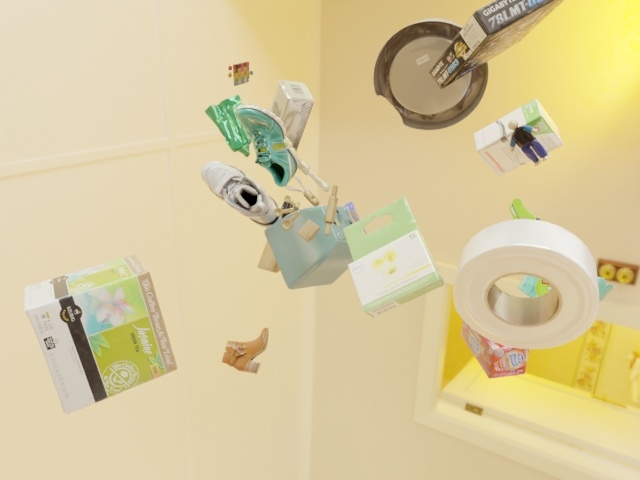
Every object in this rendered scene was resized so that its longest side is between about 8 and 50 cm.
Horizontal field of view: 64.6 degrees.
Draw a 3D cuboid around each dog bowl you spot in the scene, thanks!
[{"bbox_3d":[0.344,-0.525,1.589,0.102,0.349,0.348,-72,-23,-48],"label":"dog bowl"}]

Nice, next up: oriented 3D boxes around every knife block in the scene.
[{"bbox_3d":[-0.151,-0.032,2.048,0.276,0.088,0.242,-35,-54,-44],"label":"knife block"}]

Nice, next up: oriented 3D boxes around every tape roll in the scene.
[{"bbox_3d":[0.431,0.098,1.080,0.100,0.286,0.286,-59,-31,-48],"label":"tape roll"}]

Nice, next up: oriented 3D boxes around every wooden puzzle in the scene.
[{"bbox_3d":[-0.187,-0.394,1.197,0.083,0.006,0.049,-35,-41,-43],"label":"wooden puzzle"}]

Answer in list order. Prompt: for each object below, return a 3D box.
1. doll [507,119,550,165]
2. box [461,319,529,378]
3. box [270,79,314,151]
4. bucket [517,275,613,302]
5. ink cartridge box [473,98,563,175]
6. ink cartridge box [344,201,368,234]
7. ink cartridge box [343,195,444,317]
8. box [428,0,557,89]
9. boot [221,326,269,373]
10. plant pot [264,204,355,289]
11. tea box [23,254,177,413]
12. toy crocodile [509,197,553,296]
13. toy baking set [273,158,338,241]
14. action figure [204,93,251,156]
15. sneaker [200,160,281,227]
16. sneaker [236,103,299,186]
[{"bbox_3d":[0.749,-0.361,1.853,0.046,0.129,0.189,-38,-89,-36],"label":"doll"},{"bbox_3d":[0.593,0.345,1.744,0.257,0.128,0.122,-107,14,-66],"label":"box"},{"bbox_3d":[-0.117,-0.379,1.676,0.094,0.113,0.275,-2,-40,-26],"label":"box"},{"bbox_3d":[0.851,0.159,1.778,0.183,0.281,0.281,-59,-26,11],"label":"bucket"},{"bbox_3d":[0.786,-0.404,2.026,0.198,0.273,0.114,34,-136,-35],"label":"ink cartridge box"},{"bbox_3d":[0.180,-0.078,2.448,0.207,0.046,0.097,61,-171,-26],"label":"ink cartridge box"},{"bbox_3d":[0.141,0.025,1.087,0.056,0.171,0.235,35,-148,-55],"label":"ink cartridge box"},{"bbox_3d":[0.449,-0.527,1.263,0.296,0.073,0.293,-32,0,-10],"label":"box"},{"bbox_3d":[-0.294,0.418,2.005,0.073,0.153,0.197,92,-164,-63],"label":"boot"},{"bbox_3d":[0.000,0.000,1.811,0.248,0.252,0.247,-2,-120,-50],"label":"plant pot"},{"bbox_3d":[-0.634,0.258,1.478,0.324,0.220,0.328,-20,-69,-26],"label":"tea box"},{"bbox_3d":[0.557,0.048,1.244,0.115,0.105,0.340,16,-128,-62],"label":"toy crocodile"},{"bbox_3d":[-0.041,-0.128,1.595,0.030,0.197,0.256,58,-134,-79],"label":"toy baking set"},{"bbox_3d":[-0.298,-0.384,1.758,0.232,0.137,0.063,64,-175,19],"label":"action figure"},{"bbox_3d":[-0.307,-0.192,1.839,0.137,0.366,0.210,-52,-12,-4],"label":"sneaker"},{"bbox_3d":[-0.144,-0.263,1.411,0.275,0.107,0.110,54,-134,-42],"label":"sneaker"}]
